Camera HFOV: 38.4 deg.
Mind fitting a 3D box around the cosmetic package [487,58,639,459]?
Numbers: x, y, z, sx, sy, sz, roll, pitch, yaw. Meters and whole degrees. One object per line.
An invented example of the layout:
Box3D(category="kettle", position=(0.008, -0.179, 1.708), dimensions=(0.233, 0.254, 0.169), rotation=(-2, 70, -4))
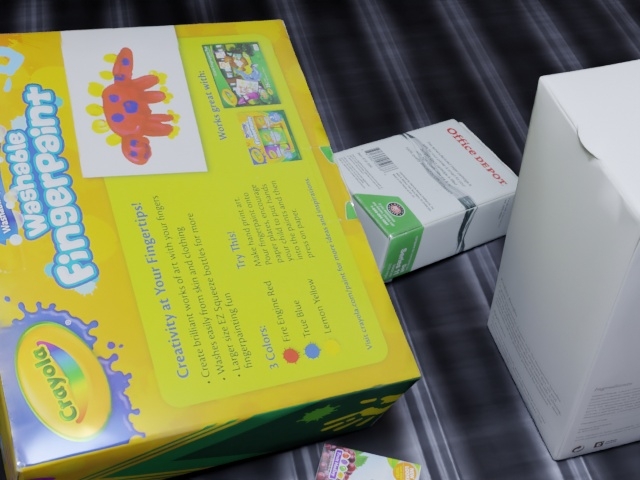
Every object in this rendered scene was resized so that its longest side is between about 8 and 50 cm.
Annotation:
Box3D(category="cosmetic package", position=(0.283, 0.029, 0.885), dimensions=(0.155, 0.365, 0.197), rotation=(-10, 50, -11))

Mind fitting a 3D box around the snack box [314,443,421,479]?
Box3D(category="snack box", position=(0.035, 0.272, 0.878), dimensions=(0.100, 0.037, 0.141), rotation=(12, 49, 7))

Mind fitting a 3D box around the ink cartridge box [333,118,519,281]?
Box3D(category="ink cartridge box", position=(0.121, -0.054, 1.127), dimensions=(0.208, 0.087, 0.153), rotation=(-18, 52, -26))

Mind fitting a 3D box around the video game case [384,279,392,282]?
Box3D(category="video game case", position=(0.000, 0.000, 1.137), dimensions=(0.143, 0.019, 0.157), rotation=(-9, 48, -10))

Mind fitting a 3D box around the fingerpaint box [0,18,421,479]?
Box3D(category="fingerpaint box", position=(-0.161, 0.003, 0.931), dimensions=(0.371, 0.163, 0.445), rotation=(-10, 64, -24))
